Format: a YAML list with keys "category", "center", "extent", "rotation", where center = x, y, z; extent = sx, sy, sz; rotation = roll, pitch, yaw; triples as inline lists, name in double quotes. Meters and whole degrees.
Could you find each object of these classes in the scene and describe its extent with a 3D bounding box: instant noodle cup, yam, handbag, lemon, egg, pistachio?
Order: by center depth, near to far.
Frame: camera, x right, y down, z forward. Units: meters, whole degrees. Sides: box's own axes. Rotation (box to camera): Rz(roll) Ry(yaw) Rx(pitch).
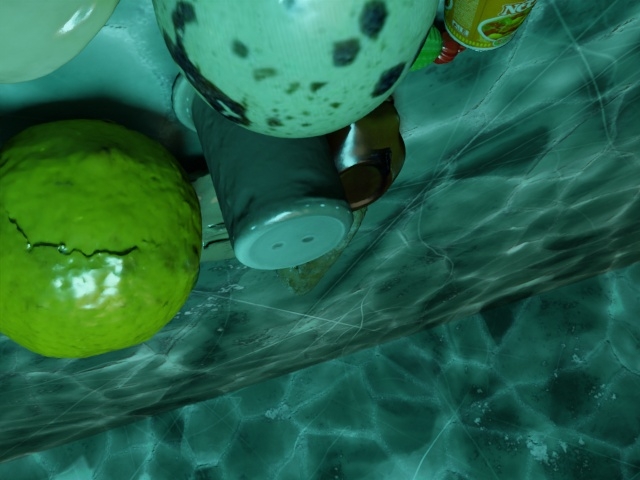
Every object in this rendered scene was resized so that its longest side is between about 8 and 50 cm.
- category: "pistachio"
  center: [-0.317, -0.263, 0.585]
  extent: [0.331, 0.208, 0.226]
  rotation: [-16, 115, 29]
- category: "egg"
  center: [-0.020, -0.264, 0.603]
  extent: [0.287, 0.288, 0.379]
  rotation: [-9, 156, -21]
- category: "instant noodle cup"
  center: [0.235, -0.358, 0.838]
  extent: [0.168, 0.169, 0.185]
  rotation: [-17, 163, -4]
- category: "lemon"
  center: [-0.347, 0.007, 0.930]
  extent: [0.349, 0.350, 0.387]
  rotation: [-3, 145, -31]
- category: "handbag"
  center: [-0.204, -0.048, 1.212]
  extent: [0.253, 0.109, 0.316]
  rotation: [-8, 154, -32]
- category: "yam"
  center: [0.000, 0.000, 1.427]
  extent: [0.133, 0.133, 0.330]
  rotation: [0, 147, -35]

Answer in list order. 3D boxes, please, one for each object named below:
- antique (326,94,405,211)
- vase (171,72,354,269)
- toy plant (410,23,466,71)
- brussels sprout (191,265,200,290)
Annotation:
- category: "antique"
  center: [0.050, -0.149, 1.151]
  extent: [0.223, 0.129, 0.278]
  rotation: [-2, 148, -28]
- category: "vase"
  center: [-0.080, -0.121, 0.928]
  extent: [0.244, 0.291, 0.245]
  rotation: [-14, 153, -7]
- category: "toy plant"
  center: [0.112, -0.296, 0.949]
  extent: [0.154, 0.088, 0.240]
  rotation: [-15, 174, 34]
- category: "brussels sprout"
  center: [-0.337, 0.074, 1.356]
  extent: [0.155, 0.118, 0.155]
  rotation: [-19, 166, -5]
